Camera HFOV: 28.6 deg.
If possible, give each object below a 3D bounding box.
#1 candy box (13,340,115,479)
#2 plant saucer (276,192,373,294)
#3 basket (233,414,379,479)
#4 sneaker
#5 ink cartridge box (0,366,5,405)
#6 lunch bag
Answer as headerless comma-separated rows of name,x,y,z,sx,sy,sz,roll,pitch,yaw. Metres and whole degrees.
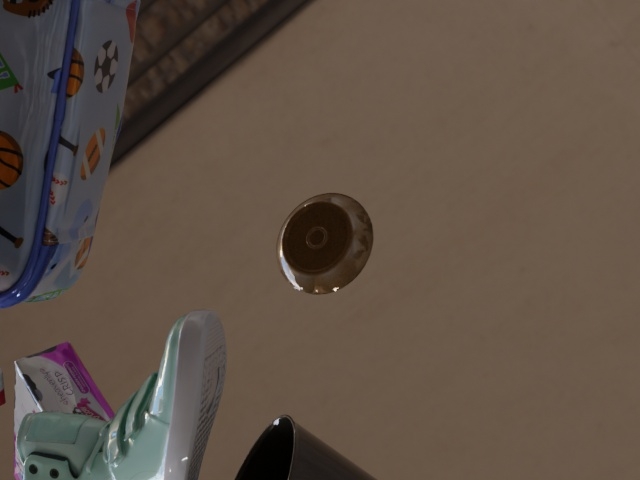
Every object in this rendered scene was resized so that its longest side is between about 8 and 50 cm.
candy box,-0.285,0.250,1.429,0.159,0.071,0.233,51,146,29
plant saucer,0.000,0.000,0.971,0.083,0.083,0.015,59,-169,29
basket,0.026,0.306,1.219,0.227,0.154,0.204,28,-122,-17
sneaker,-0.164,0.147,0.977,0.151,0.256,0.094,19,-150,4
ink cartridge box,-0.289,0.078,0.718,0.127,0.176,0.128,58,161,6
lunch bag,-0.265,-0.102,0.878,0.243,0.303,0.115,15,-174,11
